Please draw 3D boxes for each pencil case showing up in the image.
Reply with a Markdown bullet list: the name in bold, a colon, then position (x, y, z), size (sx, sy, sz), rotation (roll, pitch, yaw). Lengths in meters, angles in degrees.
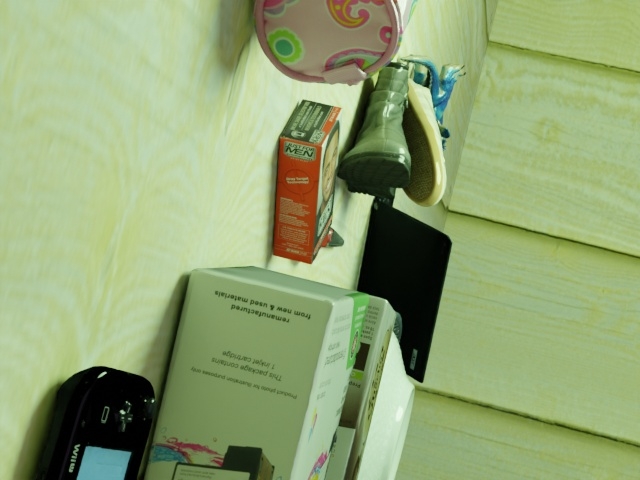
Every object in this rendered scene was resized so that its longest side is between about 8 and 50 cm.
- **pencil case**: position (0.039, -0.230, 0.991), size (0.284, 0.124, 0.124), rotation (-64, 164, -55)

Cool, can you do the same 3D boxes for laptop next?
- **laptop**: position (0.133, 0.047, 1.862), size (0.264, 0.136, 0.234), rotation (-53, 155, -67)

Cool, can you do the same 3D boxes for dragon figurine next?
- **dragon figurine**: position (0.164, -0.203, 1.851), size (0.289, 0.085, 0.144), rotation (-6, 108, -81)

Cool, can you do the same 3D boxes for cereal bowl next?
- **cereal bowl**: position (0.034, 0.247, 1.554), size (0.339, 0.141, 0.339), rotation (14, 90, -80)

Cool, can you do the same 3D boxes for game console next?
- **game console**: position (-0.167, 0.247, 0.683), size (0.213, 0.044, 0.361), rotation (58, 46, -77)

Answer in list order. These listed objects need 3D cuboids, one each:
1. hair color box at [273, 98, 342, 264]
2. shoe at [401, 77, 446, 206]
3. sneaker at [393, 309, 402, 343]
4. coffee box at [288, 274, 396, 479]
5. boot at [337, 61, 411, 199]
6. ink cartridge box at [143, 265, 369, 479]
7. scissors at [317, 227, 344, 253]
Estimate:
- **hair color box**: position (-0.013, -0.055, 1.160), size (0.072, 0.043, 0.141), rotation (-64, 164, -48)
- **shoe**: position (0.134, -0.132, 1.582), size (0.076, 0.058, 0.219), rotation (-49, -141, 39)
- **sneaker**: position (0.056, 0.176, 1.760), size (0.069, 0.082, 0.209), rotation (-25, 141, -45)
- **coffee box**: position (-0.014, 0.199, 1.266), size (0.168, 0.119, 0.297), rotation (54, 50, -79)
- **boot**: position (0.073, -0.144, 1.466), size (0.246, 0.083, 0.161), rotation (100, 0, -86)
- **ink cartridge box**: position (-0.057, 0.167, 0.981), size (0.201, 0.117, 0.278), rotation (4, 100, -80)
- **scissors**: position (0.000, 0.000, 1.396), size (0.297, 0.021, 0.109), rotation (78, 24, -71)
